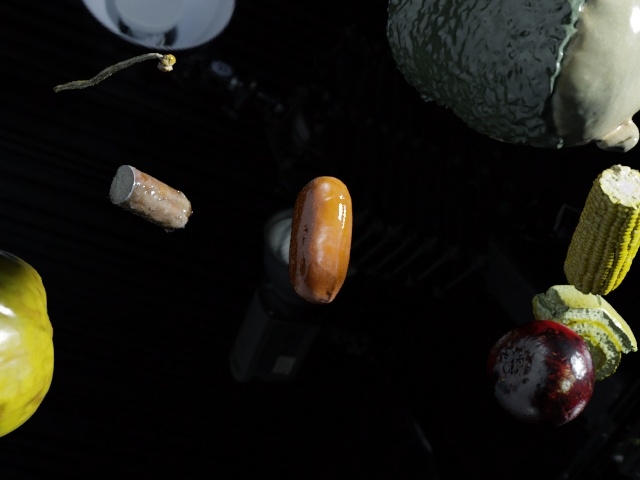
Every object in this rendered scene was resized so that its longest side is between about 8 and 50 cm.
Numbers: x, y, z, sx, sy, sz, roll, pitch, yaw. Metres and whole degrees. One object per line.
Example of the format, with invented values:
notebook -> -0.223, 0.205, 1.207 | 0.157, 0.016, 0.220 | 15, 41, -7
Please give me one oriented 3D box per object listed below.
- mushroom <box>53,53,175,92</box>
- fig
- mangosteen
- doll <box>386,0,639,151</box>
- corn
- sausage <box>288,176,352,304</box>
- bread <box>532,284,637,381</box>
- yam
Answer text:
mushroom -> -0.332, -0.264, 1.066 | 0.286, 0.026, 0.028 | 0, -122, 34
fig -> -0.601, 0.167, 1.053 | 0.343, 0.344, 0.343 | -50, -151, 41
mangosteen -> 0.501, 0.302, 1.488 | 0.236, 0.262, 0.235 | -34, -137, 38
doll -> 0.234, -0.226, 0.806 | 0.350, 0.247, 0.247 | 28, -82, 44
corn -> 0.422, -0.004, 0.998 | 0.244, 0.094, 0.093 | 77, 15, -54
sausage -> 0.001, 0.000, 1.362 | 0.133, 0.133, 0.258 | 180, -83, -68
bread -> 0.613, 0.206, 1.597 | 0.186, 0.257, 0.124 | -33, -158, 25
yam -> -0.301, -0.072, 1.196 | 0.079, 0.141, 0.079 | -13, -115, 30
